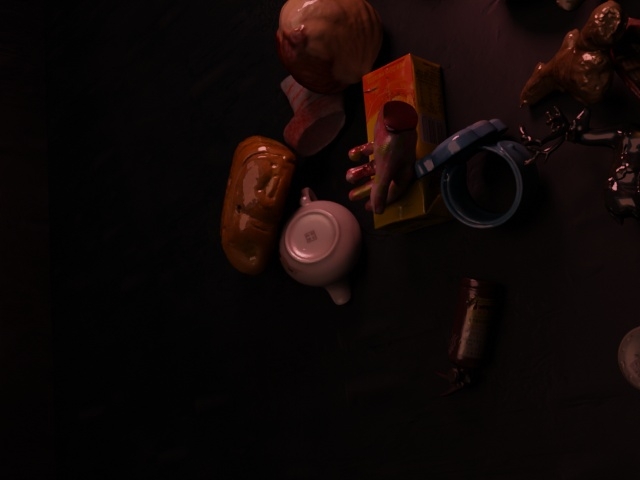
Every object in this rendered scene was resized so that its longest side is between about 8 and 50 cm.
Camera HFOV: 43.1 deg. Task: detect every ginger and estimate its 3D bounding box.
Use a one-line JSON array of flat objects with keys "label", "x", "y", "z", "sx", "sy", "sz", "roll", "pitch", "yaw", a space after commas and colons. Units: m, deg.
[{"label": "ginger", "x": 0.444, "y": -0.303, "z": 1.423, "sx": 0.333, "sy": 0.081, "sz": 0.148, "roll": 169, "pitch": 84, "yaw": -79}]

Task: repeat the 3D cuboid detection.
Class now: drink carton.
[{"label": "drink carton", "x": 0.187, "y": -0.202, "z": 1.741, "sx": 0.154, "sy": 0.111, "sz": 0.352, "roll": -17, "pitch": 73, "yaw": 46}]

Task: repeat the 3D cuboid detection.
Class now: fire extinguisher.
[{"label": "fire extinguisher", "x": 0.288, "y": 0.198, "z": 1.603, "sx": 0.106, "sy": 0.075, "sz": 0.252, "roll": -155, "pitch": 74, "yaw": -75}]

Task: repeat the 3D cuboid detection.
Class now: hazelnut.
[{"label": "hazelnut", "x": 0.024, "y": -0.458, "z": 1.877, "sx": 0.241, "sy": 0.261, "sz": 0.261, "roll": 47, "pitch": 119, "yaw": 26}]

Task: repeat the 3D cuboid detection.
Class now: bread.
[{"label": "bread", "x": -0.170, "y": -0.090, "z": 1.996, "sx": 0.337, "sy": 0.147, "sz": 0.328, "roll": -111, "pitch": 37, "yaw": -75}]

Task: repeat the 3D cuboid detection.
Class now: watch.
[{"label": "watch", "x": 0.309, "y": -0.119, "z": 1.559, "sx": 0.211, "sy": 0.211, "sz": 0.193, "roll": -36, "pitch": 82, "yaw": 39}]

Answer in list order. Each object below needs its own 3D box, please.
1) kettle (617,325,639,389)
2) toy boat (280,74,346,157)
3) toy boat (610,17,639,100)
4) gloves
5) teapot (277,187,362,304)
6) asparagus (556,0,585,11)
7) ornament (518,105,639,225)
[{"label": "kettle", "x": 0.546, "y": 0.170, "z": 1.255, "sx": 0.098, "sy": 0.148, "sz": 0.127, "roll": 18, "pitch": 99, "yaw": 50}, {"label": "toy boat", "x": -0.031, "y": -0.353, "z": 2.041, "sx": 0.206, "sy": 0.096, "sz": 0.282, "roll": -47, "pitch": 39, "yaw": 22}, {"label": "toy boat", "x": 0.593, "y": -0.258, "z": 1.320, "sx": 0.136, "sy": 0.079, "sz": 0.392, "roll": -58, "pitch": 47, "yaw": 26}, {"label": "gloves", "x": 0.134, "y": -0.153, "z": 1.631, "sx": 0.145, "sy": 0.126, "sz": 0.241, "roll": 57, "pitch": 155, "yaw": 35}, {"label": "teapot", "x": 0.000, "y": 0.000, "z": 1.900, "sx": 0.204, "sy": 0.139, "sz": 0.298, "roll": -18, "pitch": 65, "yaw": 16}, {"label": "asparagus", "x": 0.528, "y": -0.580, "z": 1.414, "sx": 0.108, "sy": 0.128, "sz": 0.382, "roll": 26, "pitch": 113, "yaw": 5}, {"label": "ornament", "x": 0.454, "y": -0.136, "z": 1.407, "sx": 0.236, "sy": 0.080, "sz": 0.202, "roll": 11, "pitch": 84, "yaw": 25}]
